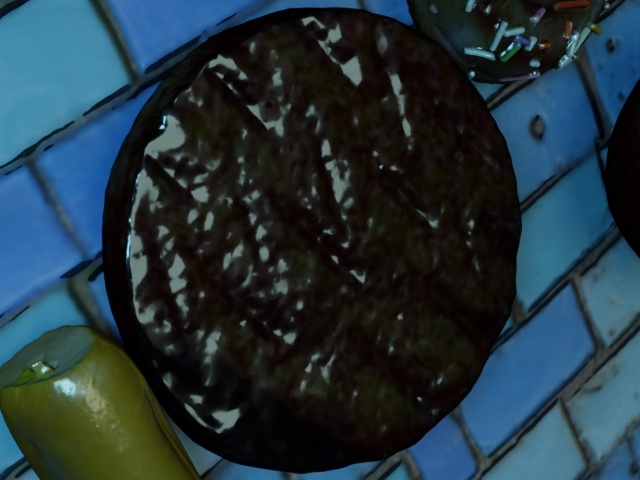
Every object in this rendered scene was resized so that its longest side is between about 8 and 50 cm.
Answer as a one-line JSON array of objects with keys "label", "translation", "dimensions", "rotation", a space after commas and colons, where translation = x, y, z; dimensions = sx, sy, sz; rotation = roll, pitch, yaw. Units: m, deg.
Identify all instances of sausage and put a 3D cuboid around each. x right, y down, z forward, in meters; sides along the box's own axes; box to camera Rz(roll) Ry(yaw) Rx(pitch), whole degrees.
[{"label": "sausage", "translation": [-0.140, 0.214, 0.919], "dimensions": [0.112, 0.112, 0.328], "rotation": [-39, 116, -24]}]

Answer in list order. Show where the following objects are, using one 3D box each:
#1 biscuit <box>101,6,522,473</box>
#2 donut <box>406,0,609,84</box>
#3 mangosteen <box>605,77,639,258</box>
[{"label": "biscuit", "translation": [0.000, 0.000, 1.001], "dimensions": [0.407, 0.091, 0.408], "rotation": [-4, 98, -32]}, {"label": "donut", "translation": [0.181, -0.275, 1.072], "dimensions": [0.269, 0.103, 0.270], "rotation": [-8, 102, -40]}, {"label": "mangosteen", "translation": [0.449, -0.081, 1.183], "dimensions": [0.297, 0.293, 0.297], "rotation": [-30, 127, -50]}]
